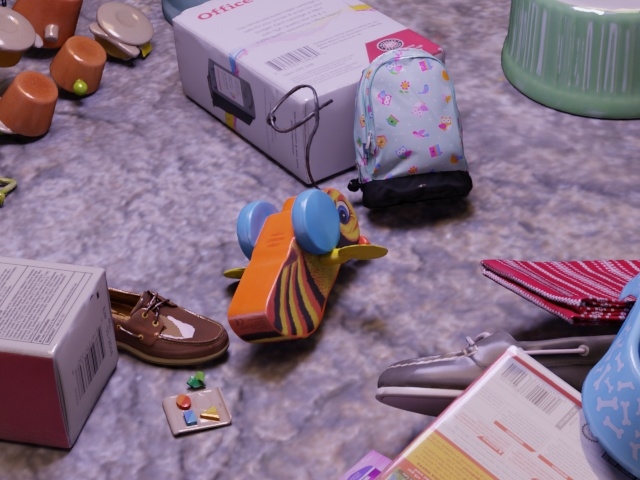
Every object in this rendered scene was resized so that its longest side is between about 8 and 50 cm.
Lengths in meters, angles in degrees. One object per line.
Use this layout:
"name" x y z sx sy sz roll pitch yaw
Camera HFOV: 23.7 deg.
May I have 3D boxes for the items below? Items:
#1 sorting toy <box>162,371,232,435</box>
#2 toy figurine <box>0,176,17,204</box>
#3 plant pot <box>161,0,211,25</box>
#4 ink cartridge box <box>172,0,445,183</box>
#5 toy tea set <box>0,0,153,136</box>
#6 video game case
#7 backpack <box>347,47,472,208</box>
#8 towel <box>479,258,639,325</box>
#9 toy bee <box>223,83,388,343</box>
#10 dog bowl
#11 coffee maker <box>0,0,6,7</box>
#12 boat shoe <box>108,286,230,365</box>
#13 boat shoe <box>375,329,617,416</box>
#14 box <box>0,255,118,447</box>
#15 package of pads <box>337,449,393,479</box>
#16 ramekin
"sorting toy" -0.129 0.163 1.553 0.062 0.012 0.083 -12 36 -13
"toy figurine" -0.514 -0.079 1.749 0.191 0.217 0.362 11 38 19
"plant pot" -0.100 -0.444 2.260 0.293 0.196 0.293 -2 35 2
"ink cartridge box" -0.017 -0.221 1.992 0.226 0.131 0.306 -24 39 -26
"toy tea set" -0.384 -0.247 2.106 0.200 0.124 0.336 36 39 2
"video game case" 0.150 0.241 1.317 0.204 0.025 0.285 37 66 28
"backpack" 0.108 -0.136 1.808 0.151 0.182 0.115 -7 -1 -12
"towel" 0.328 0.046 1.574 0.274 0.031 0.199 0 13 -22
"toy bee" 0.000 0.000 1.675 0.195 0.162 0.298 12 67 45
"dog bowl" 0.343 0.101 1.375 0.166 0.074 0.297 28 42 7
"coffee maker" -0.566 -0.372 2.256 0.178 0.120 0.171 -15 36 -18
"boat shoe" -0.183 0.087 1.624 0.178 0.060 0.064 11 37 18
"boat shoe" 0.220 0.125 1.479 0.335 0.112 0.096 3 72 -2
"box" -0.342 0.106 1.551 0.232 0.127 0.149 6 36 13
"package of pads" 0.043 0.235 1.423 0.050 0.032 0.083 23 43 34
"ramekin" 0.397 -0.303 2.064 0.303 0.148 0.303 -2 35 1
